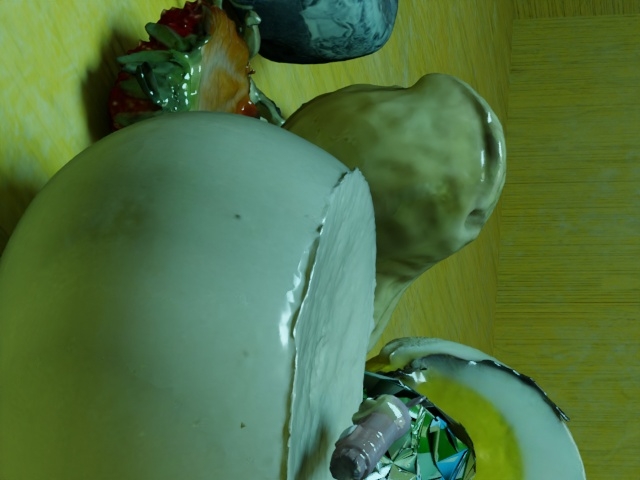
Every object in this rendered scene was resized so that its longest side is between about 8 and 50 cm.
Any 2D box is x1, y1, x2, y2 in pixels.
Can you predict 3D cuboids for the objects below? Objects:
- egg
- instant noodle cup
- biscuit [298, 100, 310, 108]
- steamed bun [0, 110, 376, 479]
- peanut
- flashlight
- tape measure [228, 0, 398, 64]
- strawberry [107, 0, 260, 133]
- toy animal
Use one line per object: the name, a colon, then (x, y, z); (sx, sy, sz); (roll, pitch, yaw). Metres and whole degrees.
egg: (0.097, 0.251, 1.534); (0.201, 0.337, 0.337); (-109, -165, -78)
instant noodle cup: (-0.003, 0.227, 1.265); (0.240, 0.240, 0.178); (70, 35, -54)
biscuit: (-0.005, 0.021, 1.477); (0.343, 0.057, 0.287); (-77, 171, -64)
steamed bun: (-0.087, 0.081, 0.913); (0.324, 0.206, 0.324); (4, 90, -80)
peanut: (-0.001, -0.004, 1.125); (0.340, 0.158, 0.174); (-52, -166, 28)
flashlight: (0.028, 0.114, 0.906); (0.031, 0.052, 0.110); (58, 21, -1)
tape measure: (-0.016, -0.294, 1.372); (0.256, 0.147, 0.274); (27, 59, -77)
strawberry: (-0.103, -0.105, 1.121); (0.192, 0.085, 0.140); (-76, 159, -49)
toy animal: (-0.070, -0.136, 1.312); (0.219, 0.069, 0.086); (79, -5, -53)
